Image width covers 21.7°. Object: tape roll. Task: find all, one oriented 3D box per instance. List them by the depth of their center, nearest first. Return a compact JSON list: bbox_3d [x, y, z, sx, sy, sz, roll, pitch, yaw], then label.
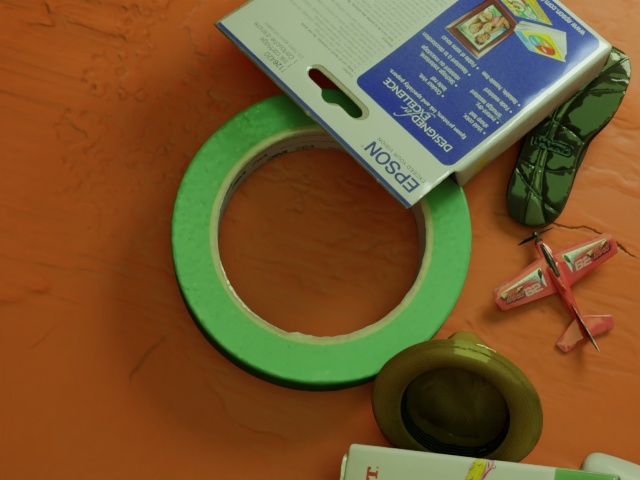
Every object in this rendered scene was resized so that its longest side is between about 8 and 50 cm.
[{"bbox_3d":[0.000,0.000,1.796,0.321,0.077,0.321,1,78,-3],"label":"tape roll"}]

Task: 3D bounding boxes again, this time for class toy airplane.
[{"bbox_3d":[0.269,0.055,1.822,0.151,0.028,0.151,0,81,0],"label":"toy airplane"}]

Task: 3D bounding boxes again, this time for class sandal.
[{"bbox_3d":[0.271,-0.116,1.846,0.090,0.060,0.219,21,93,8],"label":"sandal"}]

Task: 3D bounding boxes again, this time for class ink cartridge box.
[{"bbox_3d":[0.157,0.326,1.680,0.278,0.117,0.201,5,77,16],"label":"ink cartridge box"},{"bbox_3d":[0.098,-0.205,1.788,0.307,0.072,0.303,-38,70,-18],"label":"ink cartridge box"}]

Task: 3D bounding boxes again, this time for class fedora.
[{"bbox_3d":[0.146,0.159,1.744,0.194,0.194,0.079,17,42,1],"label":"fedora"}]

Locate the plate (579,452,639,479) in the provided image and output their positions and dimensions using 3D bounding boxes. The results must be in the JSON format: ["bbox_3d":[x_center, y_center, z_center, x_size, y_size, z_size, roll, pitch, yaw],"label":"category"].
[{"bbox_3d":[0.350,0.378,1.695,0.278,0.045,0.277,16,78,28],"label":"plate"}]
